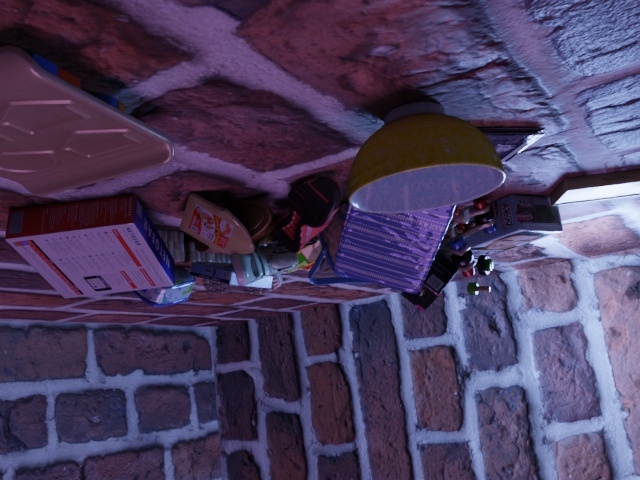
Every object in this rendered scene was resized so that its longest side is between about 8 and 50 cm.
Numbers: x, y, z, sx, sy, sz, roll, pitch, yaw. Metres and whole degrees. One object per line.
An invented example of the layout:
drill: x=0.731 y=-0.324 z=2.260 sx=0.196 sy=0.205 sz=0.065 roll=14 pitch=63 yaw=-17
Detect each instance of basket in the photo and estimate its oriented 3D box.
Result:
basket: x=0.120 y=0.029 z=1.883 sx=0.254 sy=0.201 sz=0.289 roll=-1 pitch=136 yaw=-23

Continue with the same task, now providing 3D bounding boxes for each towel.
towel: x=0.173 y=-0.011 z=1.648 sx=0.243 sy=0.040 sz=0.336 roll=16 pitch=135 yaw=2

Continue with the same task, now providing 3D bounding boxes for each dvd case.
dvd case: x=0.347 y=-0.206 z=1.445 sx=0.221 sy=0.018 sz=0.164 roll=-2 pitch=166 yaw=-15

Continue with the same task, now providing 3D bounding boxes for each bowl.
bowl: x=0.183 y=-0.162 z=1.237 sx=0.289 sy=0.156 sz=0.289 roll=-7 pitch=167 yaw=-2

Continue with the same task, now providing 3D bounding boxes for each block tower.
block tower: x=-0.401 y=0.027 z=1.933 sx=0.335 sy=0.091 sz=0.097 roll=4 pitch=164 yaw=-38

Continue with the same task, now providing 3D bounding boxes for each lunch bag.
lunch bag: x=-0.493 y=0.104 z=1.948 sx=0.219 sy=0.090 sz=0.176 roll=33 pitch=-160 yaw=21

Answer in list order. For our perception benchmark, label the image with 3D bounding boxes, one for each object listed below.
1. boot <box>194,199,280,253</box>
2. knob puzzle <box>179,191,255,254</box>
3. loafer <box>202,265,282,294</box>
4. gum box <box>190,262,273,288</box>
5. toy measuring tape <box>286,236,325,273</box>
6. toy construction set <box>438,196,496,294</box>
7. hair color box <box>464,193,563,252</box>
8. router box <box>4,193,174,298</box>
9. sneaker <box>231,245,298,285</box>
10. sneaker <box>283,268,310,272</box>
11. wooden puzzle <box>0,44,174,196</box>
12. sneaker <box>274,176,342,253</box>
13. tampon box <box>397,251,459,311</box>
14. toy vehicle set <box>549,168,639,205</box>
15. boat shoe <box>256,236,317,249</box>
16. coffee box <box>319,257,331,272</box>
boot: x=-0.172 y=-0.031 z=1.774 sx=0.283 sy=0.109 sz=0.220 roll=-31 pitch=162 yaw=38
knob puzzle: x=-0.244 y=-0.031 z=1.636 sx=0.213 sy=0.030 sz=0.213 roll=19 pitch=144 yaw=14
loafer: x=-0.276 y=0.131 z=2.406 sx=0.319 sy=0.112 sz=0.111 roll=-2 pitch=-150 yaw=25
gum box: x=-0.256 y=0.102 z=1.929 sx=0.157 sy=0.041 sz=0.184 roll=9 pitch=178 yaw=35
toy measuring tape: x=0.000 y=0.000 z=2.046 sx=0.330 sy=0.121 sz=0.121 roll=-29 pitch=161 yaw=16
toy construction set: x=0.332 y=-0.025 z=1.867 sx=0.237 sy=0.257 sz=0.309 roll=-1 pitch=152 yaw=36
hair color box: x=0.546 y=-0.034 z=2.092 sx=0.185 sy=0.114 sz=0.374 roll=1 pitch=165 yaw=-28
router box: x=-0.553 y=0.026 z=1.654 sx=0.301 sy=0.082 sz=0.335 roll=-7 pitch=150 yaw=1
sneaker: x=-0.142 y=0.053 z=1.769 sx=0.151 sy=0.094 sz=0.256 roll=-12 pitch=-176 yaw=9
sneaker: x=-0.091 y=0.074 z=2.420 sx=0.158 sy=0.061 sz=0.065 roll=-5 pitch=140 yaw=-11
wooden puzzle: x=-0.452 y=-0.181 z=1.031 sx=0.322 sy=0.080 sz=0.348 roll=-12 pitch=162 yaw=19
sneaker: x=-0.013 y=-0.088 z=1.659 sx=0.136 sy=0.116 sz=0.314 roll=-39 pitch=176 yaw=-32
tampon box: x=0.284 y=0.103 z=1.825 sx=0.101 sy=0.120 sz=0.161 roll=-47 pitch=169 yaw=-23
toy vehicle set: x=0.803 y=-0.150 z=1.881 sx=0.267 sy=0.035 sz=0.166 roll=-7 pitch=167 yaw=1
boat shoe: x=-0.111 y=0.000 z=1.952 sx=0.114 sy=0.091 sz=0.302 roll=1 pitch=165 yaw=-30
coffee box: x=0.095 y=0.035 z=2.196 sx=0.141 sy=0.098 sz=0.246 roll=-2 pitch=167 yaw=-21
